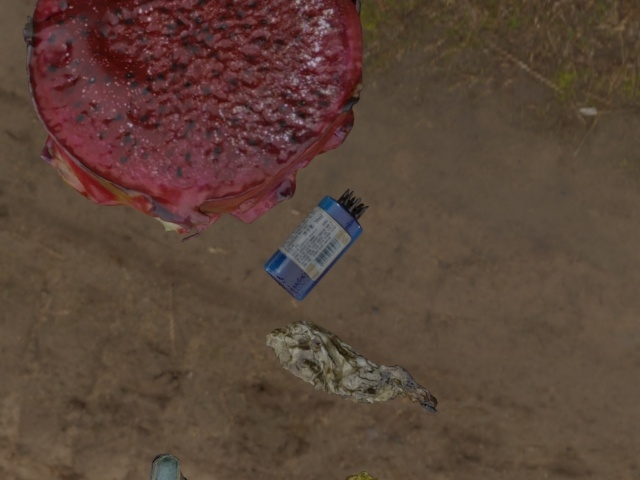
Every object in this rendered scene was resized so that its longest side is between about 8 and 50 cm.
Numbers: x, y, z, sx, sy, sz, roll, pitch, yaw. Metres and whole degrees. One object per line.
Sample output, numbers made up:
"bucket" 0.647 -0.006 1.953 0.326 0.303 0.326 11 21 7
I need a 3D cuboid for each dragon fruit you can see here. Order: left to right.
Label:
"dragon fruit" -0.138 -0.174 1.105 0.371 0.386 0.249 6 162 0

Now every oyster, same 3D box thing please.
"oyster" 0.029 0.124 0.912 0.177 0.056 0.105 24 178 5

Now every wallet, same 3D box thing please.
"wallet" -0.288 0.497 1.828 0.059 0.141 0.202 -1 155 -3

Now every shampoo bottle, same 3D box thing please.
"shampoo bottle" 0.000 0.000 1.465 0.087 0.183 0.050 45 172 -27

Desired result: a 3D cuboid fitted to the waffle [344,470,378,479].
"waffle" 0.098 0.566 1.938 0.055 0.211 0.160 -7 136 -22
